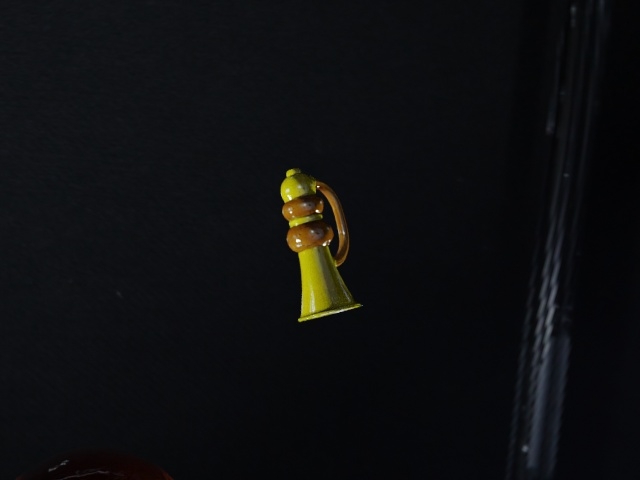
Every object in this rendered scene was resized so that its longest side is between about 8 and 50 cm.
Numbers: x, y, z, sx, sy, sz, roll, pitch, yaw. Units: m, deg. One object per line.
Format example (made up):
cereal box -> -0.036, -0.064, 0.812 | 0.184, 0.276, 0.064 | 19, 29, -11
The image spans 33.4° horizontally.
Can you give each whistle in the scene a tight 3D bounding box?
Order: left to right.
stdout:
whistle -> 0.003, 0.001, 0.767 | 0.057, 0.046, 0.109 | -6, -99, -24

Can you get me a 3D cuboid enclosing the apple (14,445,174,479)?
apple -> -0.188, 0.253, 0.869 | 0.181, 0.168, 0.181 | -1, -108, 3
